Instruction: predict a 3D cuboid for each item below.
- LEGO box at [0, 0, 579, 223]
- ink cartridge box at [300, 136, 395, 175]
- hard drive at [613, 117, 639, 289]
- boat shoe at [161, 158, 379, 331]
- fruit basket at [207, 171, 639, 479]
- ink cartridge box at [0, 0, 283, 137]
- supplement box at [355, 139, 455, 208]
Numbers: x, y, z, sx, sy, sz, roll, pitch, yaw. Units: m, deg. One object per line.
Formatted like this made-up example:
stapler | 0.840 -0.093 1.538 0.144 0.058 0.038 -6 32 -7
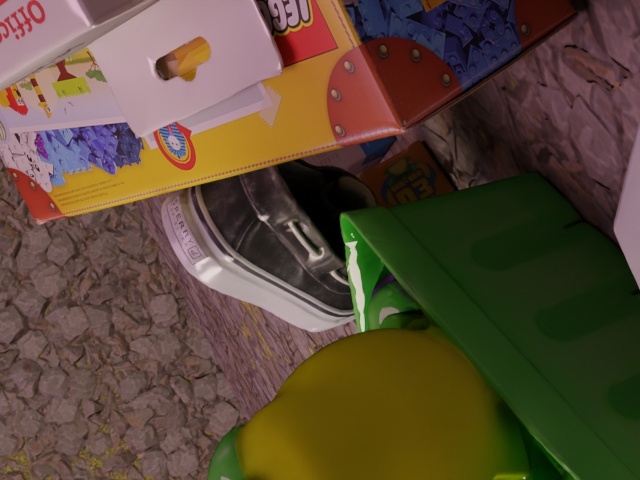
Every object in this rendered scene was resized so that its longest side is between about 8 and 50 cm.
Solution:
LEGO box | -0.116 -0.239 0.993 0.500 0.193 0.372 -10 110 53
ink cartridge box | -0.025 -0.068 1.347 0.061 0.181 0.104 58 165 6
hard drive | 0.209 -0.053 0.629 0.307 0.040 0.203 93 169 -45
boat shoe | 0.000 0.000 1.139 0.335 0.119 0.121 11 -126 -67
fruit basket | 0.101 0.154 0.993 0.392 0.392 0.283 49 162 37
ink cartridge box | -0.191 -0.213 0.826 0.207 0.119 0.353 -16 105 53
supplement box | 0.068 -0.014 1.348 0.080 0.078 0.233 57 166 13
